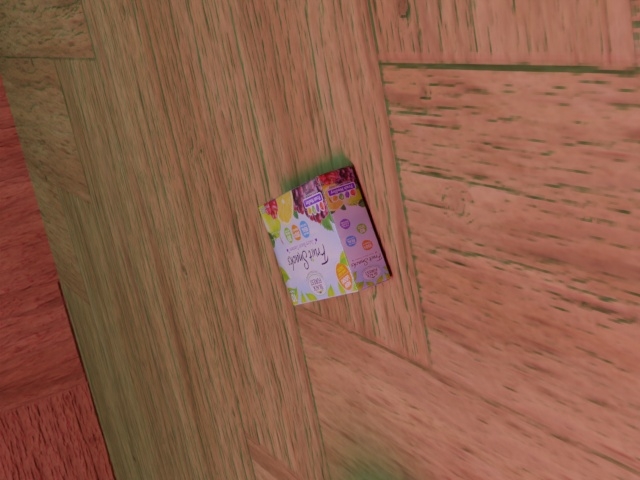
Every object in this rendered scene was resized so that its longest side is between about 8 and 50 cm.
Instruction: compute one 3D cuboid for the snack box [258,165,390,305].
[{"bbox_3d":[0.000,0.000,0.848,0.141,0.037,0.100,-21,90,65],"label":"snack box"}]
